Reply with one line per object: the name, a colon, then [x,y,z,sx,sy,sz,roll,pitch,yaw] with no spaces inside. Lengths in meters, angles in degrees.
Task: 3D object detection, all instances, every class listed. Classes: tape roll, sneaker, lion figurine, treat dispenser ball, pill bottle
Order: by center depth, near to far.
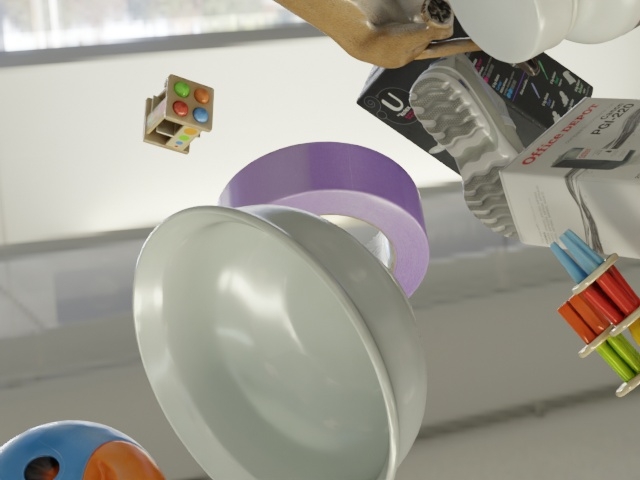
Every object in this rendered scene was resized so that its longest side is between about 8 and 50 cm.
pill bottle: [0.268,-0.283,1.331,0.318,0.176,0.176,-31,-158,-22]
lion figurine: [0.013,-0.258,1.479,0.240,0.392,0.142,-23,-148,57]
sneaker: [0.221,-0.123,1.873,0.105,0.281,0.115,-11,-145,35]
tape roll: [0.000,0.000,1.930,0.275,0.274,0.090,-4,-132,-2]
treat dispenser ball: [-0.336,0.386,2.007,0.288,0.288,0.288,-3,-168,1]

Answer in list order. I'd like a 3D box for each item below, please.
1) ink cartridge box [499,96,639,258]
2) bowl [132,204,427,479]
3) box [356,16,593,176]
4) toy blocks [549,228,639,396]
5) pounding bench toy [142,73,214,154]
ink cartridge box: [0.305,-0.061,1.423,0.218,0.092,0.158,6,-143,48]
bowl: [-0.012,0.087,1.266,0.298,0.297,0.134,8,-152,43]
box: [0.215,-0.201,2.072,0.165,0.270,0.143,-46,-166,47]
toy blocks: [0.254,0.062,1.353,0.054,0.148,0.123,-38,173,-22]
pounding bench toy: [-0.143,-0.144,1.533,0.052,0.083,0.065,16,149,-27]
